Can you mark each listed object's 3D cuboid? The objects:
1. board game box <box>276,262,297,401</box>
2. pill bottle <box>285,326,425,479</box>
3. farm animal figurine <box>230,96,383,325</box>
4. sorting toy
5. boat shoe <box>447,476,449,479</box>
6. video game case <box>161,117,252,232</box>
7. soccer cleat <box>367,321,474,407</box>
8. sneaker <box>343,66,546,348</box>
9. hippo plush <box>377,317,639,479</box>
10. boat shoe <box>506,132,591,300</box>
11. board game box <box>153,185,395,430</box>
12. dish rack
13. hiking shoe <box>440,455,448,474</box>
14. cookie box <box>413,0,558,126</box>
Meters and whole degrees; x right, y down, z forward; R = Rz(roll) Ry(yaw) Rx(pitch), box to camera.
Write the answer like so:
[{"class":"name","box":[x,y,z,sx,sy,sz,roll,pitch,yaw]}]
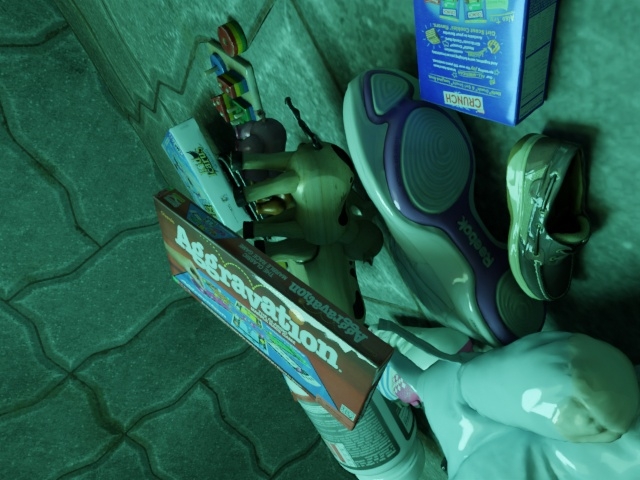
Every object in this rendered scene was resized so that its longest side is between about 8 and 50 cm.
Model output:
[{"class":"board game box","box":[-0.085,0.253,1.198,0.242,0.064,0.316,81,174,-51]},{"class":"pill bottle","box":[0.090,0.385,0.970,0.362,0.210,0.210,62,160,-18]},{"class":"farm animal figurine","box":[0.000,0.000,0.554,0.330,0.173,0.326,-116,19,-78]},{"class":"sorting toy","box":[-0.158,-0.254,0.758,0.132,0.046,0.274,43,158,32]},{"class":"boat shoe","box":[0.317,0.555,0.956,0.056,0.048,0.153,53,161,8]},{"class":"video game case","box":[-0.271,-0.139,0.989,0.244,0.061,0.269,61,163,-16]},{"class":"soccer cleat","box":[0.129,0.187,0.694,0.143,0.116,0.331,49,160,18]},{"class":"sneaker","box":[0.097,-0.018,0.433,0.305,0.114,0.152,59,160,-12]},{"class":"hippo plush","box":[0.159,0.210,0.335,0.295,0.236,0.234,15,157,11]},{"class":"boat shoe","box":[0.183,-0.008,0.337,0.049,0.056,0.152,33,152,58]},{"class":"board game box","box":[-0.063,0.068,0.441,0.281,0.027,0.145,34,141,22]},{"class":"dish rack","box":[-0.184,-0.116,1.007,0.272,0.074,0.208,20,139,61]},{"class":"hiking shoe","box":[0.320,0.452,0.761,0.114,0.086,0.227,45,169,-13]},{"class":"cookie box","box":[0.112,-0.146,0.301,0.092,0.040,0.107,37,153,42]}]
